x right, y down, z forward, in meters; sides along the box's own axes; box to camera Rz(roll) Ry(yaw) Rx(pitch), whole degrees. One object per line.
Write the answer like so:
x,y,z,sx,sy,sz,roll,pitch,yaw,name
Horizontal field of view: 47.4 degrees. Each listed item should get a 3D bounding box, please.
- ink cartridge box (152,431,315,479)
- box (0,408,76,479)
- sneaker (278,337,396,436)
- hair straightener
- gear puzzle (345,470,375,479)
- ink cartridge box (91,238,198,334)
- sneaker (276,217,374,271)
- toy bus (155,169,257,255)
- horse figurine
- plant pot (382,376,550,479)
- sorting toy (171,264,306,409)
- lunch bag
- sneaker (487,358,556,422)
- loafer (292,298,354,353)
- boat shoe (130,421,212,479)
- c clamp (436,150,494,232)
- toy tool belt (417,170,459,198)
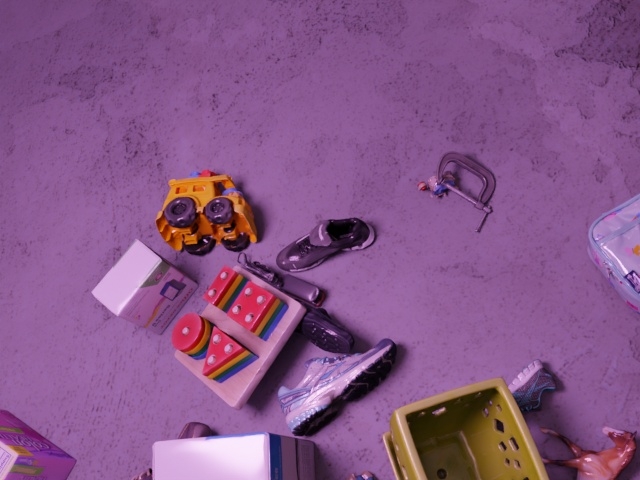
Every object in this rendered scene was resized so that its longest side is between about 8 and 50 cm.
-0.154,0.450,1.405,0.223,0.307,0.129,-9,70,12,ink cartridge box
-0.712,0.470,1.608,0.243,0.213,0.117,26,80,23,box
0.028,0.280,1.528,0.283,0.110,0.122,-36,59,-1,sneaker
-0.099,0.077,1.648,0.230,0.089,0.047,28,82,23,hair straightener
0.015,0.619,1.430,0.339,0.044,0.175,-44,62,1,gear puzzle
-0.390,0.111,1.652,0.093,0.212,0.154,35,82,21,ink cartridge box
0.000,0.000,1.638,0.234,0.106,0.078,-19,65,8,sneaker
-0.259,-0.088,1.740,0.220,0.149,0.211,-4,53,12,toy bus
0.476,0.464,1.354,0.175,0.066,0.263,10,71,25,horse figurine
0.248,0.409,1.337,0.228,0.207,0.227,-12,66,-16,plant pot
-0.200,0.190,1.583,0.257,0.089,0.255,26,80,45,sorting toy
0.681,-0.001,1.442,0.279,0.108,0.224,-32,65,3,lunch bag
0.397,0.314,1.434,0.166,0.065,0.076,-46,69,-2,sneaker
-0.008,0.176,1.569,0.223,0.076,0.078,21,42,41,loafer
-0.349,0.538,1.526,0.130,0.132,0.355,20,76,22,boat shoe
0.318,-0.119,1.609,0.161,0.022,0.137,37,72,-1,c clamp
0.265,-0.120,1.636,0.083,0.052,0.051,-22,68,-11,toy tool belt
